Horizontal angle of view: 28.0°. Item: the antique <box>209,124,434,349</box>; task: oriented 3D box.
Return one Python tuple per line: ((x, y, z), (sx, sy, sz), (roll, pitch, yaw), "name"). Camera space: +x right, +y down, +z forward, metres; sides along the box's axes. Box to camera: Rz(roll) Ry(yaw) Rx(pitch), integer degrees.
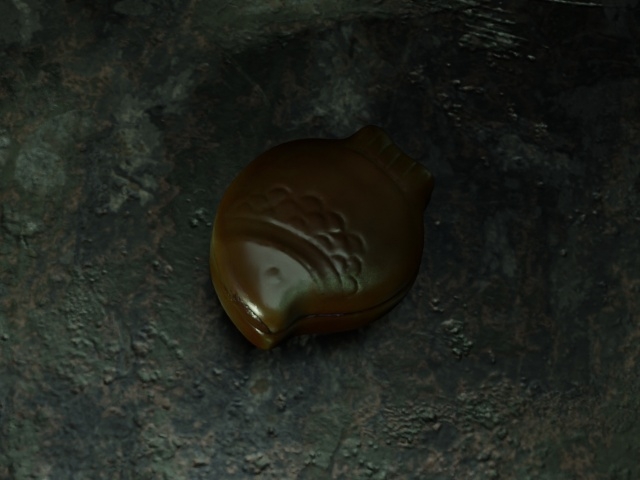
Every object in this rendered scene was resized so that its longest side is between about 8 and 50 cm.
((0.000, 0.000, 1.416), (0.223, 0.129, 0.278), (37, 65, 9), "antique")
